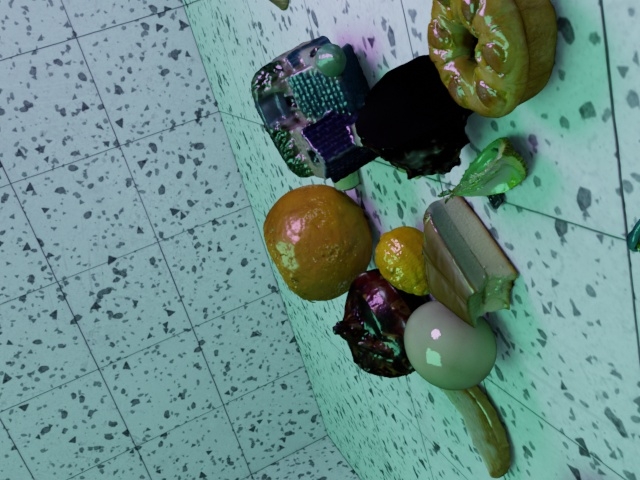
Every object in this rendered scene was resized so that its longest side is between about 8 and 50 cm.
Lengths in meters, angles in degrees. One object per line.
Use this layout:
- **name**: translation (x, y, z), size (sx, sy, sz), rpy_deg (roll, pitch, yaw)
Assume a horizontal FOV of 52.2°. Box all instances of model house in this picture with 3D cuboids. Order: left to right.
- **model house**: translation (0.019, -0.298, 1.496), size (0.299, 0.243, 0.284), rpy_deg (63, 165, -23)

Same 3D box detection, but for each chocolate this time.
- **chocolate**: translation (0.196, -0.200, 1.189), size (0.177, 0.224, 0.206), rpy_deg (49, -154, -43)

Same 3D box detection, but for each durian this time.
- **durian**: translation (0.280, -0.117, 1.117), size (0.086, 0.100, 0.215), rpy_deg (68, 158, 10)

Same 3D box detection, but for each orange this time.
- **orange**: translation (0.000, 0.000, 1.879), size (0.341, 0.293, 0.340), rpy_deg (62, -179, -2)

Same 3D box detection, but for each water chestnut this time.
- **water chestnut**: translation (0.155, 0.222, 1.702), size (0.300, 0.299, 0.300), rpy_deg (58, 162, 31)

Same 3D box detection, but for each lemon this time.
- **lemon**: translation (0.207, 0.047, 1.523), size (0.187, 0.142, 0.142), rpy_deg (56, 161, 27)

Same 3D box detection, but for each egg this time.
- **egg**: translation (0.279, 0.224, 1.440), size (0.253, 0.188, 0.189), rpy_deg (-140, 30, -67)

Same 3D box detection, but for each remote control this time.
- **remote control**: translation (0.308, -0.104, 1.205), size (0.096, 0.014, 0.039), rpy_deg (63, 164, 21)

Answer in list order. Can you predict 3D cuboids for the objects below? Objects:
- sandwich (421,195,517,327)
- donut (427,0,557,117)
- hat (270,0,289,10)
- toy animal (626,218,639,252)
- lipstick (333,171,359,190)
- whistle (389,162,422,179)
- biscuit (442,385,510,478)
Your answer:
- **sandwich**: translation (0.292, 0.040, 1.293), size (0.186, 0.108, 0.220), rpy_deg (39, 146, 59)
- **donut**: translation (0.246, -0.295, 0.959), size (0.227, 0.113, 0.227), rpy_deg (57, 162, 31)
- **hat**: translation (-0.148, -0.697, 1.796), size (0.146, 0.067, 0.146), rpy_deg (58, 162, 30)
- **toy animal**: translation (0.425, -0.012, 0.784), size (0.103, 0.100, 0.208), rpy_deg (10, 146, 26)
- **lipstick**: translation (0.041, -0.279, 1.748), size (0.076, 0.076, 0.305), rpy_deg (38, 146, 60)
- **whistle**: translation (0.182, -0.218, 1.336), size (0.105, 0.085, 0.227), rpy_deg (48, 157, 28)
- **biscuit**: translation (0.392, 0.440, 1.642), size (0.309, 0.040, 0.205), rpy_deg (61, 164, 20)
